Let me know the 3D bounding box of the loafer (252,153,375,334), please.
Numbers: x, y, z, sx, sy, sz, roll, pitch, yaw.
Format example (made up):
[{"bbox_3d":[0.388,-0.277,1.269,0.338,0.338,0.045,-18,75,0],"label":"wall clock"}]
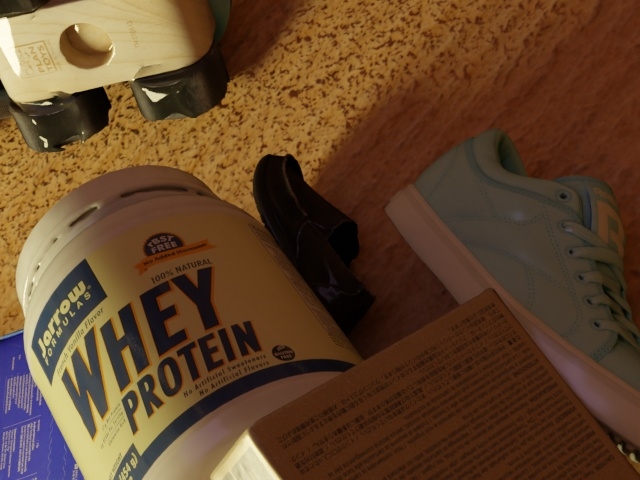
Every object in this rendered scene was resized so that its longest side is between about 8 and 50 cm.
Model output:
[{"bbox_3d":[0.000,0.000,1.273,0.078,0.080,0.220,-27,55,9],"label":"loafer"}]

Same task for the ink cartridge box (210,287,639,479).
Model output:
[{"bbox_3d":[0.078,0.165,0.901,0.193,0.235,0.088,54,142,14],"label":"ink cartridge box"}]

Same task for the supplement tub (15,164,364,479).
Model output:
[{"bbox_3d":[-0.100,0.110,1.111,0.235,0.235,0.325,-44,49,6],"label":"supplement tub"}]

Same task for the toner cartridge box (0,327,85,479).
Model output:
[{"bbox_3d":[-0.223,0.221,1.258,0.165,0.075,0.348,-18,47,15],"label":"toner cartridge box"}]

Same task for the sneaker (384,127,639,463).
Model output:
[{"bbox_3d":[0.188,0.022,1.069,0.150,0.135,0.366,-47,46,7],"label":"sneaker"}]

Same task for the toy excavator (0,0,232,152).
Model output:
[{"bbox_3d":[-0.303,-0.312,1.599,0.433,0.222,0.445,-11,35,13],"label":"toy excavator"}]

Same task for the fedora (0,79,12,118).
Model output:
[{"bbox_3d":[-0.473,-0.192,1.678,0.124,0.244,0.275,-66,29,29],"label":"fedora"}]
